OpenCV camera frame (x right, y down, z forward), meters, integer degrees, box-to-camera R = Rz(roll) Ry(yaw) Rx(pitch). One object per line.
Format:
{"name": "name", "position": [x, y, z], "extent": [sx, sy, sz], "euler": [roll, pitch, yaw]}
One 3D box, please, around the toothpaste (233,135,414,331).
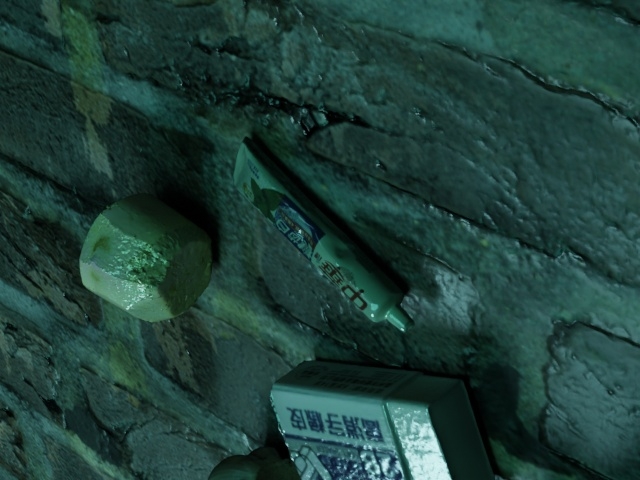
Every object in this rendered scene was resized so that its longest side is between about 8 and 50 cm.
{"name": "toothpaste", "position": [0.000, 0.000, 1.198], "extent": [0.233, 0.038, 0.060], "euler": [45, 140, 21]}

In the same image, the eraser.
{"name": "eraser", "position": [0.056, 0.183, 1.242], "extent": [0.210, 0.068, 0.124], "euler": [0, 113, 48]}

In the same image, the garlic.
{"name": "garlic", "position": [-0.063, 0.305, 1.436], "extent": [0.127, 0.131, 0.194], "euler": [18, 138, 18]}

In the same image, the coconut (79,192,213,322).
{"name": "coconut", "position": [-0.180, 0.013, 1.348], "extent": [0.122, 0.116, 0.116], "euler": [27, 135, 28]}
